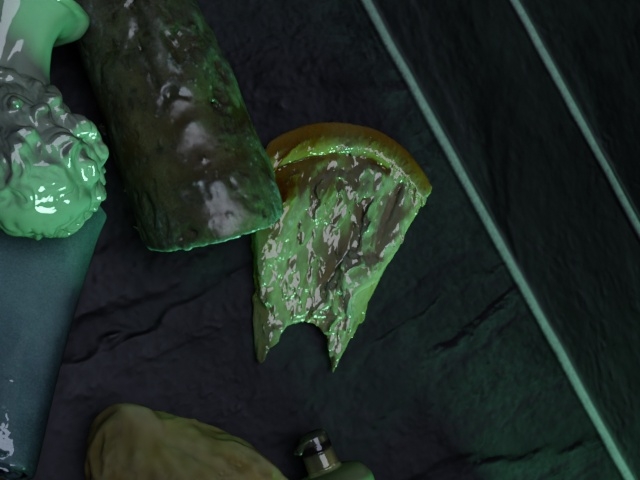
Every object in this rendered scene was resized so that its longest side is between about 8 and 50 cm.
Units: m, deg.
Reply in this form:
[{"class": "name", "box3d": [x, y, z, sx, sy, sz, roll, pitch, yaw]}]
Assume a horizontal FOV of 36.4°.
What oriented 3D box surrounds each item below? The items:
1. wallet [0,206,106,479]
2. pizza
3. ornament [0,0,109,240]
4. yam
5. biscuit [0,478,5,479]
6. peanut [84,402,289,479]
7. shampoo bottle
[{"class": "wallet", "box3d": [-0.332, 0.037, 0.757, 0.291, 0.054, 0.251, 17, 61, -17]}, {"class": "pizza", "box3d": [0.000, 0.000, 0.930, 0.181, 0.034, 0.262, 26, 72, -16]}, {"class": "ornament", "box3d": [-0.241, -0.140, 0.762, 0.130, 0.121, 0.285, 11, 64, -63]}, {"class": "yam", "box3d": [-0.145, -0.141, 0.853, 0.133, 0.133, 0.330, -21, 84, -24]}, {"class": "biscuit", "box3d": [-0.335, 0.186, 0.759, 0.212, 0.036, 0.212, 5, 76, -20]}, {"class": "peanut", "box3d": [-0.071, 0.260, 0.786, 0.325, 0.153, 0.140, 47, 46, 9]}, {"class": "shampoo bottle", "box3d": [0.019, 0.246, 0.867, 0.079, 0.079, 0.162, -19, 87, -24]}]
